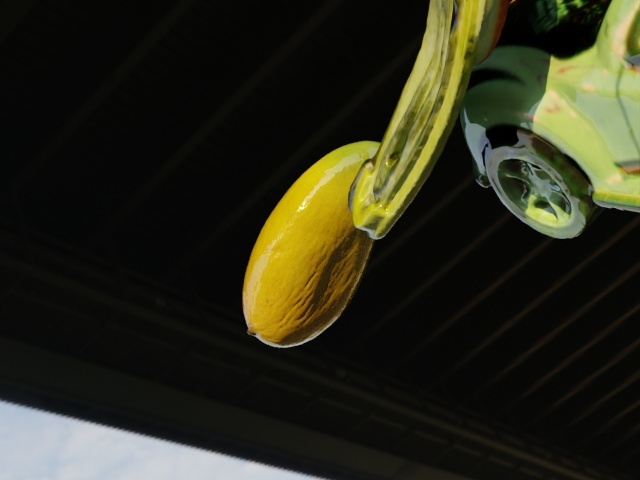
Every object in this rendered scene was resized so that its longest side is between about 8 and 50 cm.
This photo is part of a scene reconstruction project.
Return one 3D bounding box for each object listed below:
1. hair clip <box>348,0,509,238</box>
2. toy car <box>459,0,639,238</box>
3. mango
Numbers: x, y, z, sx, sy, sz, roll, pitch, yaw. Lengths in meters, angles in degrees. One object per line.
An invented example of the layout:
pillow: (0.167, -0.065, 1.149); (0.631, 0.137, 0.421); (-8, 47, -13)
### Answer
hair clip: (0.043, -0.070, 0.350); (0.033, 0.060, 0.188); (4, -45, -9)
toy car: (0.159, -0.074, 0.306); (0.136, 0.306, 0.125); (-44, -60, -17)
mango: (-0.005, 0.001, 0.974); (0.137, 0.091, 0.237); (9, -77, -53)
